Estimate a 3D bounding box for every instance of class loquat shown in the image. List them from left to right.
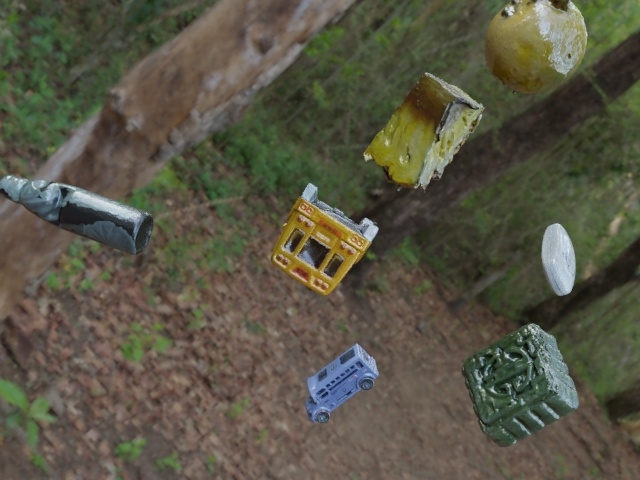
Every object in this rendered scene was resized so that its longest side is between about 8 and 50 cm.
[{"bbox_3d":[0.355,-0.331,1.579,0.172,0.204,0.149,-11,54,-24],"label":"loquat"}]

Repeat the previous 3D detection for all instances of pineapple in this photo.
[{"bbox_3d":[0.185,-0.194,1.617,0.114,0.236,0.186,37,-23,17],"label":"pineapple"}]

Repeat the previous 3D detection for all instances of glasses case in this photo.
[{"bbox_3d":[0.451,0.034,1.824,0.076,0.049,0.197,60,26,-17],"label":"glasses case"}]

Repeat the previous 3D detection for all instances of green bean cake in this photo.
[{"bbox_3d":[0.367,0.266,1.796,0.094,0.185,0.183,41,26,-38],"label":"green bean cake"}]

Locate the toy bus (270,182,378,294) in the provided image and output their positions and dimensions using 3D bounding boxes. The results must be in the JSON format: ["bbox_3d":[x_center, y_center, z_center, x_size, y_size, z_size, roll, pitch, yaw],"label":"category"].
[{"bbox_3d":[0.000,0.000,0.805,0.069,0.074,0.162,32,3,-1],"label":"toy bus"}]

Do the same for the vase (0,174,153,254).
[{"bbox_3d":[-0.323,-0.040,1.247,0.211,0.060,0.060,18,9,10],"label":"vase"}]

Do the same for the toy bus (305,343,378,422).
[{"bbox_3d":[0.031,0.281,1.890,0.076,0.167,0.073,48,11,-21],"label":"toy bus"}]
